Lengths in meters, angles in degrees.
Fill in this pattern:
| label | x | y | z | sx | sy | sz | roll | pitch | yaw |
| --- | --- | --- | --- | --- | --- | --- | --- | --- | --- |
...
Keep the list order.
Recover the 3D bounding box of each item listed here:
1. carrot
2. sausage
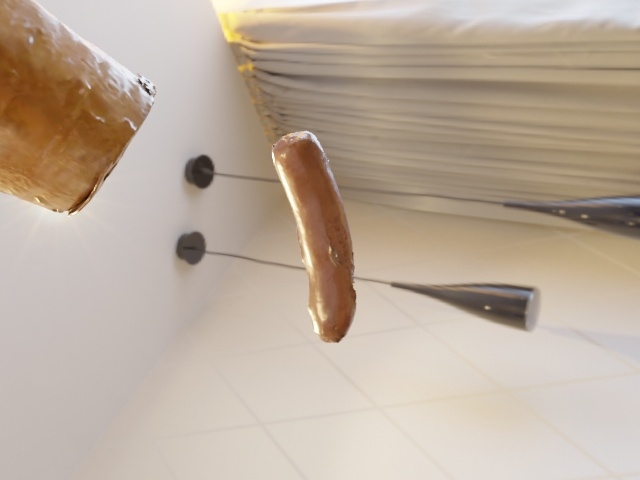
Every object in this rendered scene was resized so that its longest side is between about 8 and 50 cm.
| label | x | y | z | sx | sy | sz | roll | pitch | yaw |
| --- | --- | --- | --- | --- | --- | --- | --- | --- | --- |
| carrot | -0.277 | -0.120 | 0.547 | 0.254 | 0.196 | 0.195 | 36 | -115 | -32 |
| sausage | 0.002 | -0.001 | 1.034 | 0.087 | 0.079 | 0.326 | -23 | -67 | -25 |
